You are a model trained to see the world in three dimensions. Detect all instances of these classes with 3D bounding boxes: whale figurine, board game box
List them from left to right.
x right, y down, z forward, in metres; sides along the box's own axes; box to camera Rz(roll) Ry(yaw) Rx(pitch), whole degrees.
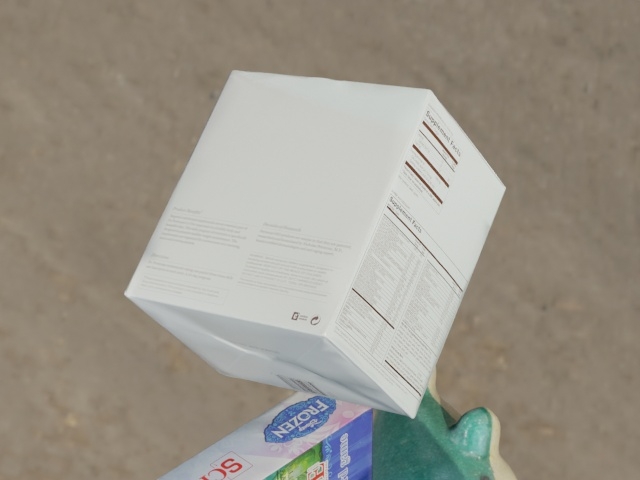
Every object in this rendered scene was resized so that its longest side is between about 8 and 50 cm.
[{"bbox_3d":[-0.086,0.317,1.400,0.066,0.318,0.319,29,134,37],"label":"board game box"},{"bbox_3d":[0.088,0.227,1.676,0.141,0.272,0.216,9,140,-34],"label":"whale figurine"}]

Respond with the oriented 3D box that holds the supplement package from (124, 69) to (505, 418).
[{"bbox_3d":[0.000,0.000,1.294,0.194,0.203,0.149,10,157,36],"label":"supplement package"}]
